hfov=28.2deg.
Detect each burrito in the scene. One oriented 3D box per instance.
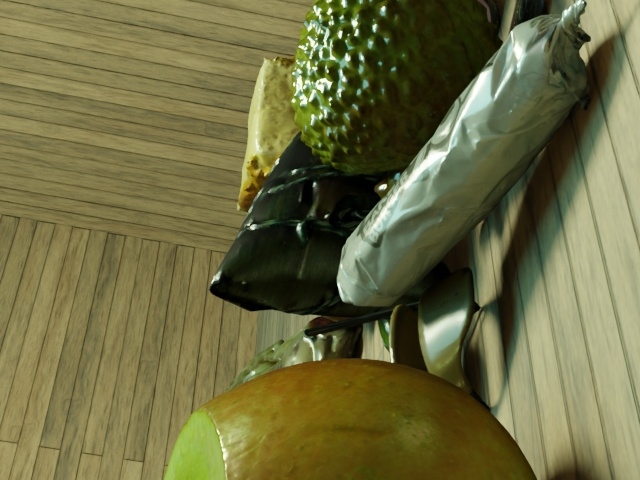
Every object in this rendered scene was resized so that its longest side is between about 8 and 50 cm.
[{"bbox_3d":[0.161,-0.087,1.328,0.101,0.139,0.445,54,132,20],"label":"burrito"}]

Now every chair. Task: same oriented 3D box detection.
[{"bbox_3d":[0.111,0.146,1.473,0.247,0.172,0.158,-25,38,25],"label":"chair"}]

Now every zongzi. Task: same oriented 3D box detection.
[{"bbox_3d":[0.000,0.000,1.743,0.362,0.319,0.383,114,163,-48],"label":"zongzi"}]

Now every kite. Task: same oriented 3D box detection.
[{"bbox_3d":[0.226,-0.181,1.550,0.152,0.015,0.285,-92,16,-69],"label":"kite"}]

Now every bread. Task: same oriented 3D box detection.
[{"bbox_3d":[0.017,-0.147,2.061,0.279,0.279,0.207,120,158,-69],"label":"bread"}]

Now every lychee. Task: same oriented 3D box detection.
[{"bbox_3d":[0.094,-0.184,1.511,0.270,0.270,0.320,-128,53,-80],"label":"lychee"}]

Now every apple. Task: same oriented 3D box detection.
[{"bbox_3d":[0.012,0.291,1.109,0.374,0.384,0.374,54,-157,-35],"label":"apple"}]

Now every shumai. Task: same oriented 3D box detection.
[{"bbox_3d":[-0.057,0.251,2.347,0.346,0.217,0.283,-87,9,-61],"label":"shumai"}]

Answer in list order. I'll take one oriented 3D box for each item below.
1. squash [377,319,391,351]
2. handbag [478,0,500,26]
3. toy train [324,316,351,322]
[{"bbox_3d":[0.120,0.032,1.808,0.087,0.087,0.331,109,169,-50],"label":"squash"},{"bbox_3d":[0.137,-0.301,1.702,0.179,0.205,0.116,-43,17,8],"label":"handbag"},{"bbox_3d":[0.011,0.063,2.278,0.326,0.159,0.129,-118,49,-83],"label":"toy train"}]
